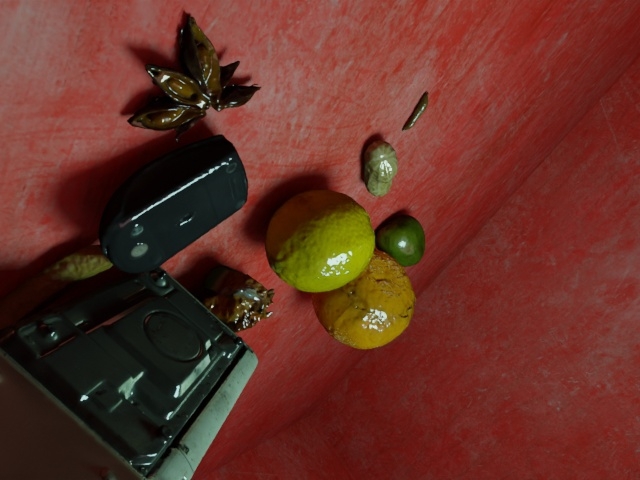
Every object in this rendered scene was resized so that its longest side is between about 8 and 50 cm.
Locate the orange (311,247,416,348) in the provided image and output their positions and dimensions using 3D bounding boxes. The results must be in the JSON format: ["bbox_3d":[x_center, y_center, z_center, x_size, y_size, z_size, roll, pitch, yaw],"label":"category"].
[{"bbox_3d":[0.132,0.192,1.383,0.341,0.340,0.293,-16,155,-42],"label":"orange"}]

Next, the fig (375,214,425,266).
[{"bbox_3d":[0.294,0.007,1.510,0.181,0.191,0.181,-39,-170,8],"label":"fig"}]

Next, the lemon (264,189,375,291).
[{"bbox_3d":[0.000,0.000,0.993,0.267,0.267,0.267,-33,153,-19],"label":"lemon"}]

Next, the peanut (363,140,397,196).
[{"bbox_3d":[0.159,-0.185,1.104,0.083,0.093,0.194,-49,155,-19],"label":"peanut"}]

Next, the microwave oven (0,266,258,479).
[{"bbox_3d":[-0.318,0.243,0.697,0.247,0.333,0.394,-46,-178,13],"label":"microwave oven"}]

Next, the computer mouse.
[{"bbox_3d":[-0.249,-0.066,0.702,0.269,0.100,0.170,-38,160,-23],"label":"computer mouse"}]

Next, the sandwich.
[{"bbox_3d":[-0.219,0.137,0.996,0.250,0.162,0.301,-8,171,-32],"label":"sandwich"}]

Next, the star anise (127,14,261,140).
[{"bbox_3d":[-0.183,-0.227,0.598,0.212,0.053,0.157,-33,154,-15],"label":"star anise"}]

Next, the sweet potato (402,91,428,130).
[{"bbox_3d":[0.251,-0.329,1.083,0.026,0.026,0.115,-10,139,-48],"label":"sweet potato"}]

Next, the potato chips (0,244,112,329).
[{"bbox_3d":[-0.500,0.133,0.690,0.407,0.080,0.057,-42,-167,-2],"label":"potato chips"}]
